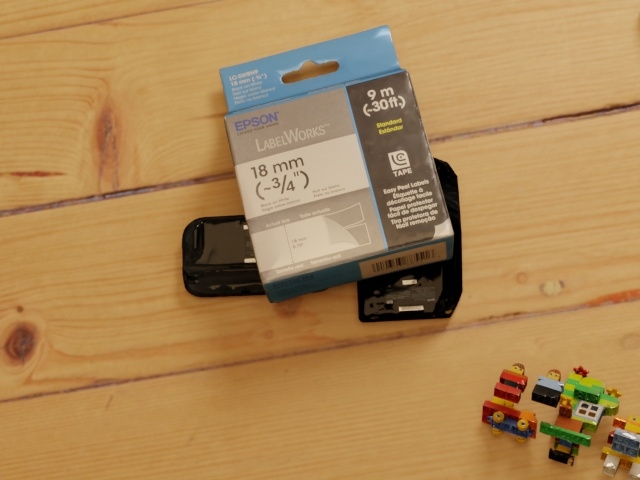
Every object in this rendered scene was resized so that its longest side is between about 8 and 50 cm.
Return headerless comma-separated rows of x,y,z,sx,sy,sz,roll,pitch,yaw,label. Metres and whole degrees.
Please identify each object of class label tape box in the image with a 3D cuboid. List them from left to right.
0.009,-0.115,1.713,0.240,0.106,0.334,-15,73,2,label tape box

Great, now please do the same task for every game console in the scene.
0.000,0.000,1.760,0.361,0.044,0.213,-3,74,5,game console

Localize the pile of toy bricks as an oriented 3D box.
0.310,0.198,1.656,0.212,0.118,0.105,17,46,19,pile of toy bricks
